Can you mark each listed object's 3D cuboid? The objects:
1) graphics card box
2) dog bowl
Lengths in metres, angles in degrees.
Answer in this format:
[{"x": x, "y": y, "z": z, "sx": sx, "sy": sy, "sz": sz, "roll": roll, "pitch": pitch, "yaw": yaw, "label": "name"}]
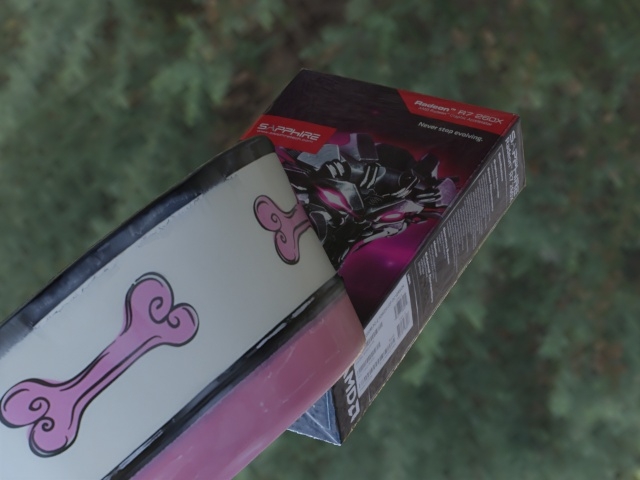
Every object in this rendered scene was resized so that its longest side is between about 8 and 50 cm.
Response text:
[{"x": 0.000, "y": 0.000, "z": 1.677, "sx": 0.233, "sy": 0.371, "sz": 0.094, "roll": 16, "pitch": 136, "yaw": 26, "label": "graphics card box"}, {"x": -0.142, "y": 0.120, "z": 1.218, "sx": 0.150, "sy": 0.408, "sz": 0.408, "roll": 49, "pitch": -178, "yaw": 2, "label": "dog bowl"}]
